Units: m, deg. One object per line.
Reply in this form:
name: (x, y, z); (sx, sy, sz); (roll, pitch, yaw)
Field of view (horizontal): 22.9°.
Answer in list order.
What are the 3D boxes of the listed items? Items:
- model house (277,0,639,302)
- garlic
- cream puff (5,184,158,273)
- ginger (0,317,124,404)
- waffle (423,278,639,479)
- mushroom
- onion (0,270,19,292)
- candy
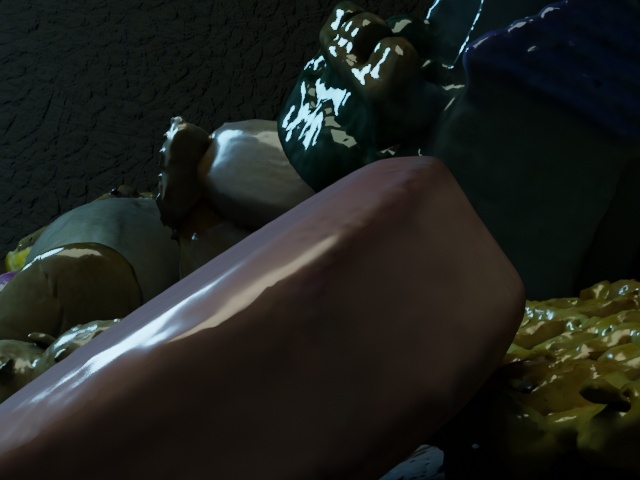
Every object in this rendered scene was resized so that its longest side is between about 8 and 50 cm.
model house: (0.159, -0.151, 0.933); (0.329, 0.252, 0.295); (-59, -11, 19)
garlic: (0.000, 0.000, 1.091); (0.191, 0.160, 0.214); (23, 8, 24)
cream puff: (-0.218, 0.024, 1.598); (0.189, 0.129, 0.189); (-28, 8, 4)
ginger: (-0.185, 0.104, 0.996); (0.204, 0.080, 0.104); (-14, -26, 15)
waffle: (0.150, 0.052, 0.692); (0.262, 0.060, 0.280); (-16, 3, 34)
mushroom: (-0.174, 0.037, 1.281); (0.137, 0.154, 0.407); (-60, 0, 6)
onion: (-0.279, 0.081, 1.444); (0.115, 0.104, 0.115); (-60, -4, -7)
candy: (-0.034, 0.061, 0.638); (0.255, 0.094, 0.255); (-33, 3, 2)
